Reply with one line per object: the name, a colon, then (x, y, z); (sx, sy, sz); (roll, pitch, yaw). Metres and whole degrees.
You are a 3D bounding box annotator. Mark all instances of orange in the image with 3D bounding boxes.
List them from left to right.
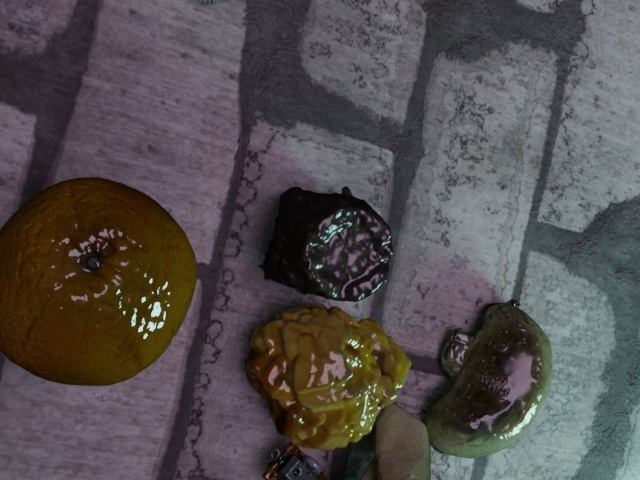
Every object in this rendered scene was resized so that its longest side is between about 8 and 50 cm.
orange: (-0.347, 0.065, 1.262); (0.322, 0.357, 0.322); (3, 80, -16)

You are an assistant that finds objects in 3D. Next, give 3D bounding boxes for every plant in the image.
plant: (0.000, 0.000, 1.468); (0.189, 0.276, 0.198); (10, 97, -20)

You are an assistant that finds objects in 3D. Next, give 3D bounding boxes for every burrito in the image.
burrito: (0.130, 0.467, 1.531); (0.332, 0.135, 0.190); (-60, 138, -43)

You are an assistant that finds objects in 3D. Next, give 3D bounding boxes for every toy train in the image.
toy train: (-0.029, 0.462, 1.543); (0.219, 0.127, 0.089); (49, 65, -13)

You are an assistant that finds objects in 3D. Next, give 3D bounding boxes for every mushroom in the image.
mushroom: (0.349, 0.289, 1.701); (0.247, 0.130, 0.344); (45, 74, -10)

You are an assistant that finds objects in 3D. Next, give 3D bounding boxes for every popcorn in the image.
popcorn: (0.022, 0.245, 1.517); (0.332, 0.225, 0.264); (-2, 87, -36)

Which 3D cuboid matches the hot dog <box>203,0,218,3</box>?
hot dog: (-0.161, -0.495, 1.498); (0.192, 0.053, 0.099); (-37, 107, -22)
